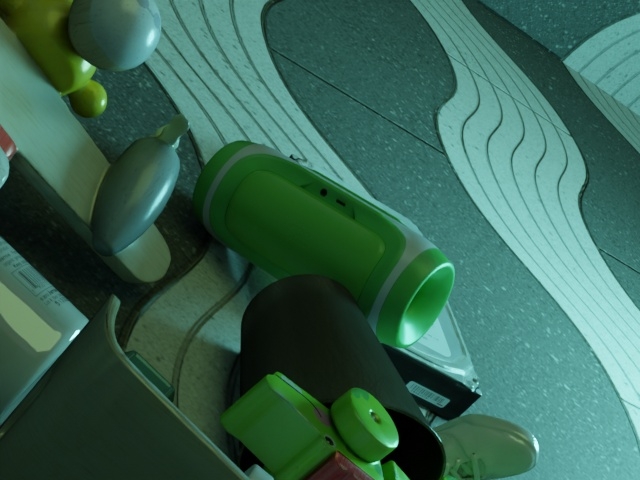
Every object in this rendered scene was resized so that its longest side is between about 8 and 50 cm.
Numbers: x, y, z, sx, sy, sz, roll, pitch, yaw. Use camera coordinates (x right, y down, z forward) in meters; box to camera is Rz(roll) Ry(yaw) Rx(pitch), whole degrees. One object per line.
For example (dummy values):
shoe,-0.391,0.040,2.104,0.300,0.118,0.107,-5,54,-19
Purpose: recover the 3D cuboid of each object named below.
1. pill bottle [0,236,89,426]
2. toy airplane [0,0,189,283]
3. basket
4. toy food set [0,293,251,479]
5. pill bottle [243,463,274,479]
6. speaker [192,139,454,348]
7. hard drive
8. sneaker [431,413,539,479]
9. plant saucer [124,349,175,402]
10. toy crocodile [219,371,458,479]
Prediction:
pill bottle,-0.306,0.036,1.120,0.229,0.131,0.131,44,23,0
toy airplane,-0.275,-0.153,1.310,0.384,0.272,0.386,71,16,12
basket,0.001,0.148,1.407,0.204,0.154,0.227,13,29,-20
toy food set,-0.106,0.218,1.019,0.306,0.220,0.092,44,23,2
pill bottle,-0.021,0.245,1.117,0.137,0.078,0.078,42,23,-3
speaker,0.000,0.000,1.590,0.296,0.131,0.131,32,17,25
hard drive,0.064,0.052,1.781,0.237,0.064,0.339,29,26,-30
sneaker,0.116,0.231,1.450,0.212,0.080,0.094,0,30,11
plant saucer,-0.186,0.151,1.264,0.067,0.018,0.192,43,24,1
toy crocodile,0.050,0.238,1.263,0.340,0.115,0.105,45,18,-25
